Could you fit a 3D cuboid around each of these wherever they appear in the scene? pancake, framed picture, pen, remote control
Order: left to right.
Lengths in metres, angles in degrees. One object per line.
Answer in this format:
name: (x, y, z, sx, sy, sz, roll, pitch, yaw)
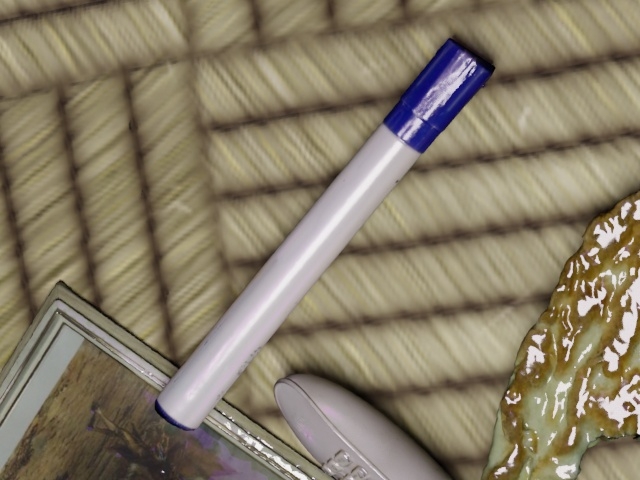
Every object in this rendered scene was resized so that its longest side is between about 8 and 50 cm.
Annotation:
framed picture: (-0.141, 0.192, 1.051, 0.217, 0.017, 0.274, 33, 103, 5)
pen: (0.000, 0.000, 0.978, 0.033, 0.033, 0.269, 40, 101, 4)
remote control: (0.064, 0.151, 0.981, 0.229, 0.073, 0.044, 41, 68, 3)
pancake: (0.242, 0.041, 0.931, 0.377, 0.054, 0.197, -30, 89, 16)
